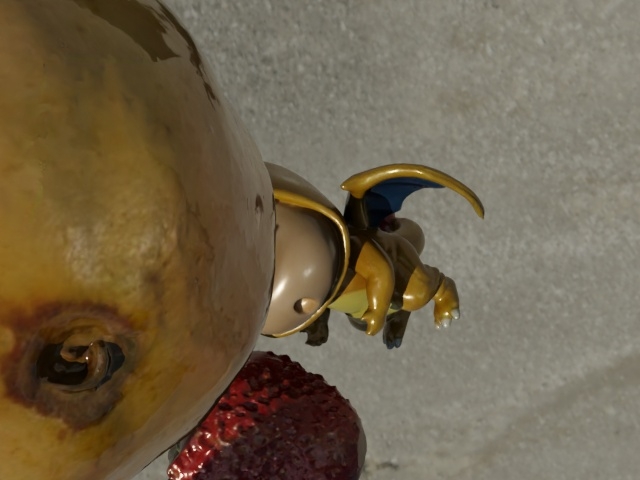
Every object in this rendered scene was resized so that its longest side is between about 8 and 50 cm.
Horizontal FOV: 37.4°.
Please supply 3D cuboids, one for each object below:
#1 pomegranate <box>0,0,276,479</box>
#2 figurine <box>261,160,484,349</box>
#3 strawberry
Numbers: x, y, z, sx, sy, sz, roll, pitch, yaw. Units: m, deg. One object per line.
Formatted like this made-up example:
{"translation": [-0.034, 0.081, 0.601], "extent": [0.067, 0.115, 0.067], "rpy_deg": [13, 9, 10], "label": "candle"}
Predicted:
{"translation": [-0.238, -0.013, 0.588], "extent": [0.412, 0.411, 0.411], "rpy_deg": [-12, 143, -9], "label": "pomegranate"}
{"translation": [-0.017, 0.012, 1.316], "extent": [0.387, 0.268, 0.401], "rpy_deg": [20, 172, -22], "label": "figurine"}
{"translation": [-0.085, 0.278, 1.240], "extent": [0.258, 0.261, 0.261], "rpy_deg": [1, 140, -11], "label": "strawberry"}
